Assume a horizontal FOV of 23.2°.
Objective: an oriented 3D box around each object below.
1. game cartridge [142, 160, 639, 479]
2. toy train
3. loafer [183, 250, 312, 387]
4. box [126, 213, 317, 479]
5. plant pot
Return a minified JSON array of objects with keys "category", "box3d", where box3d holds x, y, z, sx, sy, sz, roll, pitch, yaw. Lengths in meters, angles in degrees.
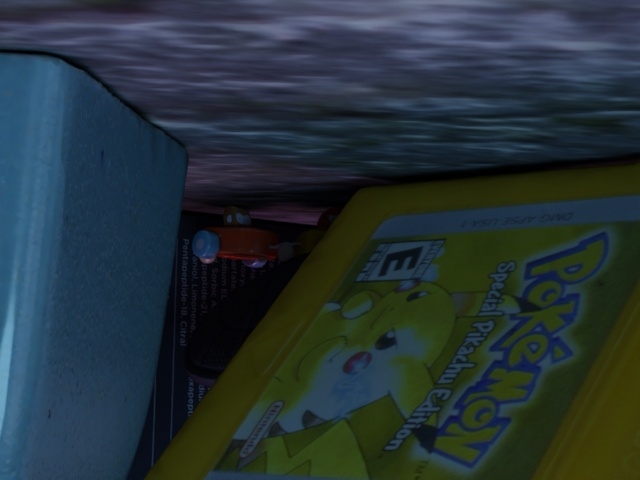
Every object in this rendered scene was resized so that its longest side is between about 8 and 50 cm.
[{"category":"game cartridge","box3d":[0.082,0.063,0.723,0.324,0.285,0.052,-7,127,44]},{"category":"toy train","box3d":[0.000,0.000,1.086,0.166,0.046,0.125,11,171,-42]},{"category":"loafer","box3d":[0.046,0.056,0.960,0.303,0.109,0.095,-20,126,36]},{"category":"box","box3d":[-0.157,0.093,1.238,0.395,0.212,0.293,5,173,-39]},{"category":"plant pot","box3d":[-0.208,0.062,0.700,0.247,0.252,0.248,2,174,7]}]
